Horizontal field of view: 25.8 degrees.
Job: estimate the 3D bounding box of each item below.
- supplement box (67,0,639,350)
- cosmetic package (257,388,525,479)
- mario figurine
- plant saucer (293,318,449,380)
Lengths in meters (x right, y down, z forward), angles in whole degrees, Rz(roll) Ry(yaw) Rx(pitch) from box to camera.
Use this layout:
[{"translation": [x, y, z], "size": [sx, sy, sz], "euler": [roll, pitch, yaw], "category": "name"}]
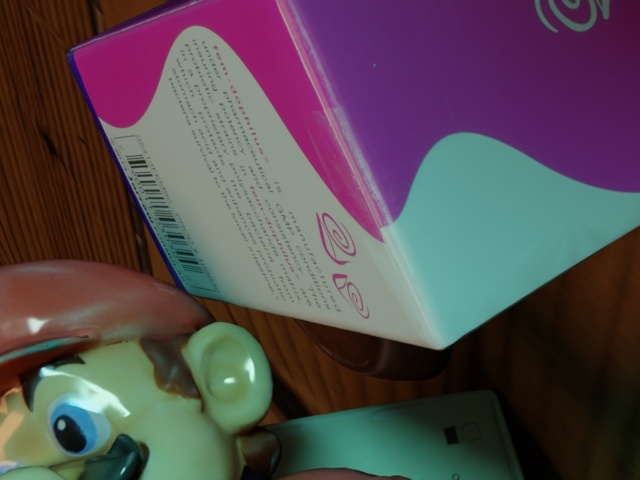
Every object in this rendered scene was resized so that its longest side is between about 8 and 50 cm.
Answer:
[{"translation": [0.009, -0.045, 0.471], "size": [0.111, 0.114, 0.220], "euler": [66, 161, -13], "category": "supplement box"}, {"translation": [0.002, 0.191, 0.708], "size": [0.296, 0.153, 0.129], "euler": [107, 151, -65], "category": "cosmetic package"}, {"translation": [-0.041, 0.139, 0.470], "size": [0.320, 0.198, 0.170], "euler": [46, 159, 13], "category": "mario figurine"}, {"translation": [0.000, 0.000, 0.674], "size": [0.168, 0.029, 0.168], "euler": [49, 156, 30], "category": "plant saucer"}]
